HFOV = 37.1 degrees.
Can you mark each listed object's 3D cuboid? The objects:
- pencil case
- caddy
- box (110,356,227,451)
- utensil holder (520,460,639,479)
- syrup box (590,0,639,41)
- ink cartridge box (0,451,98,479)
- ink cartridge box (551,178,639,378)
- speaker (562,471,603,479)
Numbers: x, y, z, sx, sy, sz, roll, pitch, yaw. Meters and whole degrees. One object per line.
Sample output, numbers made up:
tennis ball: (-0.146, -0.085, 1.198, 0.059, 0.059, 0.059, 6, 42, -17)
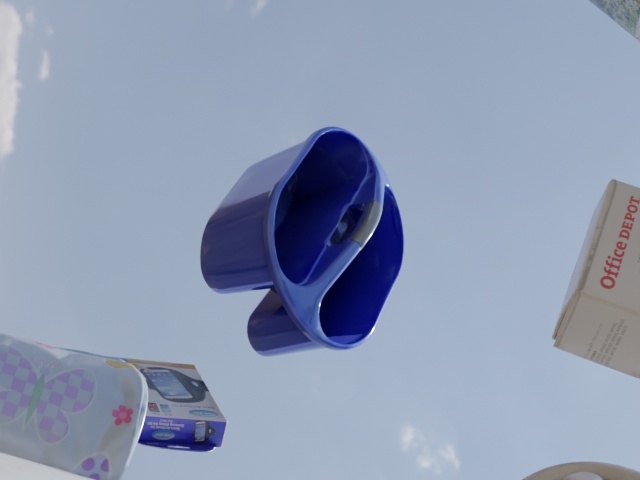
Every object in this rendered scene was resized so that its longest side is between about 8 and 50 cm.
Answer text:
pencil case: (-0.264, 0.108, 0.685, 0.113, 0.273, 0.124, -47, -151, 40)
caddy: (0.000, 0.000, 1.268, 0.179, 0.241, 0.341, -18, -153, 34)
box: (-0.133, 0.141, 0.822, 0.136, 0.081, 0.028, 35, -67, 63)
utensil holder: (0.408, 0.462, 1.258, 0.327, 0.385, 0.328, -8, -106, 28)
syrup box: (0.369, -0.299, 1.081, 0.096, 0.093, 0.237, -43, -108, 1)
ink cartridge box: (-0.209, 0.239, 0.243, 0.160, 0.279, 0.385, -14, -119, 21)
ink cartridge box: (0.341, 0.054, 0.870, 0.092, 0.217, 0.159, 93, 21, -49)
speaker: (0.285, 0.304, 0.990, 0.136, 0.055, 0.055, -86, -163, -62)
